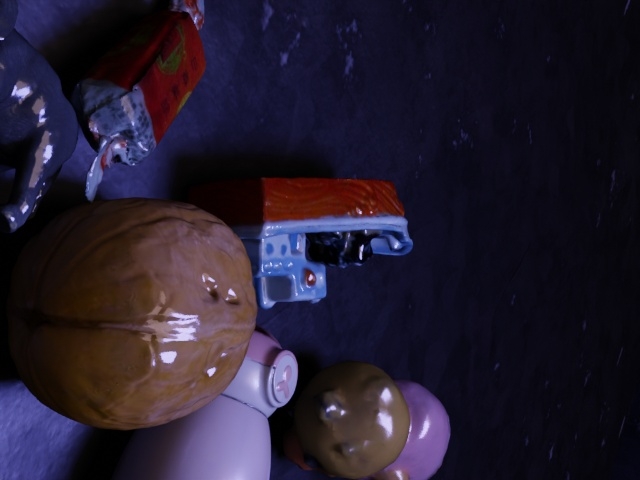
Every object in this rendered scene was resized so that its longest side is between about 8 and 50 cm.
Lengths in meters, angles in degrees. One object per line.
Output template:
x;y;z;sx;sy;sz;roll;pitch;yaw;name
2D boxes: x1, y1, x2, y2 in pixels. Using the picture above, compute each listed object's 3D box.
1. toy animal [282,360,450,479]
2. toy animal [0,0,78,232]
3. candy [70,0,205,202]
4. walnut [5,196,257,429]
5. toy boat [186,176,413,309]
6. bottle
0.060;0.237;1.242;0.281;0.169;0.195;26;33;-53;toy animal
-0.260;-0.127;0.691;0.137;0.082;0.269;-55;137;-41;toy animal
-0.152;-0.139;0.852;0.292;0.059;0.086;-69;155;-47;candy
-0.152;0.057;0.819;0.226;0.193;0.193;-15;111;-56;walnut
0.000;0.000;1.085;0.332;0.145;0.133;-4;90;-54;toy boat
-0.107;0.185;0.965;0.147;0.148;0.236;49;54;-52;bottle
